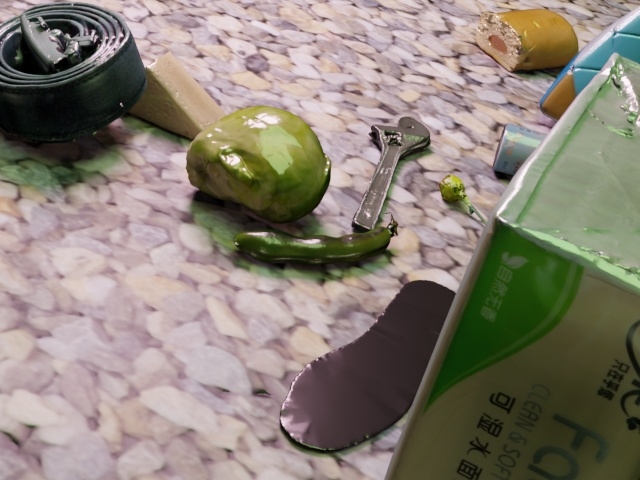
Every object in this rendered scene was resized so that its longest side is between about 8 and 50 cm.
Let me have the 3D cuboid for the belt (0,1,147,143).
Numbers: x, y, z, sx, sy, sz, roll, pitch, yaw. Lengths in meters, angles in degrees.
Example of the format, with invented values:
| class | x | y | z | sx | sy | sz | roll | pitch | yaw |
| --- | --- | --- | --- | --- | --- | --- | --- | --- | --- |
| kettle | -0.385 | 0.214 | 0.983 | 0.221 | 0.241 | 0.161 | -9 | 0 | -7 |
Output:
| class | x | y | z | sx | sy | sz | roll | pitch | yaw |
| --- | --- | --- | --- | --- | --- | --- | --- | --- | --- |
| belt | -0.356 | -0.237 | 1.482 | 0.206 | 0.116 | 0.267 | -33 | 43 | -23 |

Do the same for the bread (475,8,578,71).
| class | x | y | z | sx | sy | sz | roll | pitch | yaw |
| --- | --- | --- | --- | --- | --- | --- | --- | --- | --- |
| bread | 0.376 | -0.366 | 1.986 | 0.173 | 0.085 | 0.134 | -13 | 42 | -32 |

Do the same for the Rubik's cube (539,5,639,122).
| class | x | y | z | sx | sy | sz | roll | pitch | yaw |
| --- | --- | --- | --- | --- | --- | --- | --- | --- | --- |
| Rubik's cube | 0.464 | -0.267 | 1.763 | 0.254 | 0.255 | 0.254 | 9 | 34 | -6 |

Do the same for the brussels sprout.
| class | x | y | z | sx | sy | sz | roll | pitch | yaw |
| --- | --- | --- | --- | --- | --- | --- | --- | --- | --- |
| brussels sprout | -0.073 | -0.098 | 1.417 | 0.183 | 0.131 | 0.145 | 28 | 58 | 19 |

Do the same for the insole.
| class | x | y | z | sx | sy | sz | roll | pitch | yaw |
| --- | --- | --- | --- | --- | --- | --- | --- | --- | --- |
| insole | 0.069 | 0.133 | 1.233 | 0.119 | 0.009 | 0.348 | 27 | 37 | 17 |

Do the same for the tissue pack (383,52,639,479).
| class | x | y | z | sx | sy | sz | roll | pitch | yaw |
| --- | --- | --- | --- | --- | --- | --- | --- | --- | --- |
| tissue pack | 0.226 | 0.092 | 0.977 | 0.205 | 0.405 | 0.332 | 27 | 40 | 13 |

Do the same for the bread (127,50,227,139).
| class | x | y | z | sx | sy | sz | roll | pitch | yaw |
| --- | --- | --- | --- | --- | --- | --- | --- | --- | --- |
| bread | -0.211 | -0.181 | 1.576 | 0.152 | 0.105 | 0.077 | 50 | 38 | -3 |

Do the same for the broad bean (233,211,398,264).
| class | x | y | z | sx | sy | sz | roll | pitch | yaw |
| --- | --- | --- | --- | --- | --- | --- | --- | --- | --- |
| broad bean | 0.003 | 0.004 | 1.370 | 0.226 | 0.039 | 0.069 | -6 | 45 | -28 |

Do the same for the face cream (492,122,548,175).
| class | x | y | z | sx | sy | sz | roll | pitch | yaw |
| --- | --- | --- | --- | --- | --- | --- | --- | --- | --- |
| face cream | 0.372 | -0.107 | 1.622 | 0.229 | 0.075 | 0.075 | 16 | 34 | 5 |

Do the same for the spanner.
| class | x | y | z | sx | sy | sz | roll | pitch | yaw |
| --- | --- | --- | --- | --- | --- | --- | --- | --- | --- |
| spanner | 0.093 | -0.097 | 1.560 | 0.093 | 0.026 | 0.325 | 18 | 36 | 5 |

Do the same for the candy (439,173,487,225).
| class | x | y | z | sx | sy | sz | roll | pitch | yaw |
| --- | --- | --- | --- | --- | --- | --- | --- | --- | --- |
| candy | 0.207 | -0.044 | 1.523 | 0.035 | 0.035 | 0.123 | -23 | 56 | -27 |
